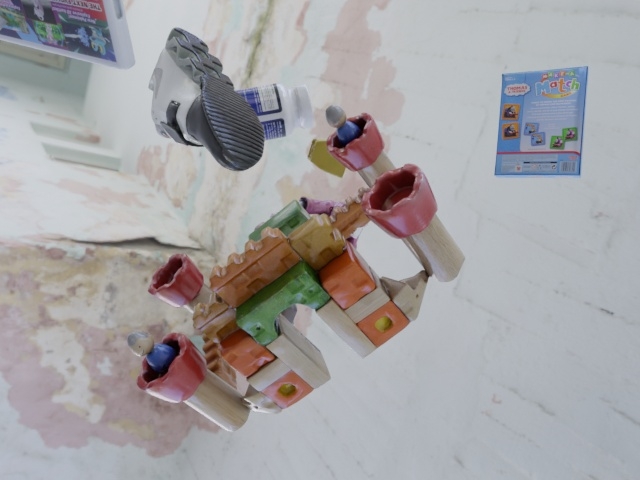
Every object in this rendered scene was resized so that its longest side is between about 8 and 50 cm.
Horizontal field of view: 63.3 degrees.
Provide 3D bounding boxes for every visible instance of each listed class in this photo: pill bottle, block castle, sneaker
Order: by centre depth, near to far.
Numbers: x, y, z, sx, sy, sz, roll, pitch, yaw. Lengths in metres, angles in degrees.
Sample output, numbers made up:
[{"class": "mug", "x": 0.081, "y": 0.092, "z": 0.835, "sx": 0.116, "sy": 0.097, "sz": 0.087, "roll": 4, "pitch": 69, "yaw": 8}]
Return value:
[{"class": "block castle", "x": -0.056, "y": 0.028, "z": 0.749, "sx": 0.453, "sy": 0.213, "sz": 0.303, "roll": -36, "pitch": -149, "yaw": 9}, {"class": "sneaker", "x": -0.200, "y": -0.198, "z": 0.852, "sx": 0.146, "sy": 0.122, "sz": 0.330, "roll": -47, "pitch": -129, "yaw": 22}, {"class": "pill bottle", "x": -0.160, "y": -0.361, "z": 1.477, "sx": 0.153, "sy": 0.264, "sz": 0.153, "roll": 169, "pitch": -90, "yaw": -84}]

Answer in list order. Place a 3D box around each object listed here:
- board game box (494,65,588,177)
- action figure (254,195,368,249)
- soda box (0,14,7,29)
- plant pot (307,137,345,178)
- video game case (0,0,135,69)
[{"class": "board game box", "x": 0.440, "y": -0.232, "z": 1.038, "sx": 0.160, "sy": 0.039, "sz": 0.212, "roll": 4, "pitch": -90, "yaw": 29}, {"class": "action figure", "x": 0.000, "y": 0.000, "z": 1.327, "sx": 0.370, "sy": 0.276, "sz": 0.248, "roll": -28, "pitch": -79, "yaw": 28}, {"class": "soda box", "x": -0.362, "y": -0.218, "z": 0.355, "sx": 0.098, "sy": 0.091, "sz": 0.286, "roll": -51, "pitch": 173, "yaw": -6}, {"class": "plant pot", "x": 0.017, "y": -0.202, "z": 1.218, "sx": 0.081, "sy": 0.083, "sz": 0.081, "roll": -124, "pitch": -129, "yaw": -69}, {"class": "video game case", "x": -0.275, "y": -0.269, "z": 0.487, "sx": 0.201, "sy": 0.023, "sz": 0.183, "roll": 18, "pitch": -47, "yaw": 17}]
